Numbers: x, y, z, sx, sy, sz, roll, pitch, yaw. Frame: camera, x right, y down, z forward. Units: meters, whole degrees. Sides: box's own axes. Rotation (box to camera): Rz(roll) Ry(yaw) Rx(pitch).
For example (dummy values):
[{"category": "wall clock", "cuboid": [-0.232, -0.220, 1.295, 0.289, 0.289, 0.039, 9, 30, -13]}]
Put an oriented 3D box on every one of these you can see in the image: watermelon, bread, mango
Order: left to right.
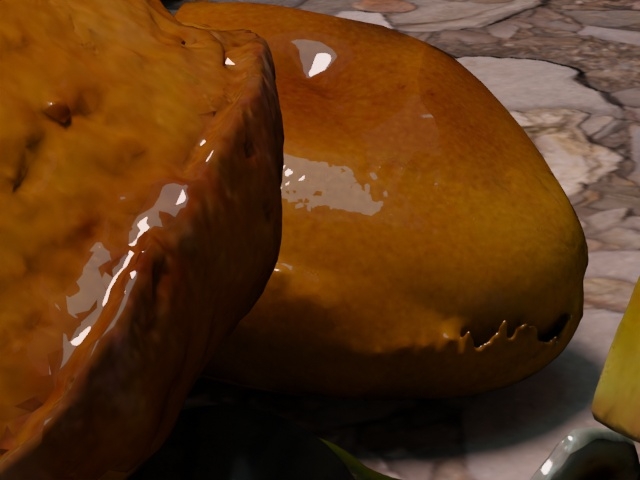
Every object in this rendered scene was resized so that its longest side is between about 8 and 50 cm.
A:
[{"category": "bread", "cuboid": [-0.146, 0.029, 0.511, 0.312, 0.172, 0.312, -42, 18, 17]}, {"category": "watermelon", "cuboid": [-0.033, 0.109, 0.527, 0.105, 0.105, 0.133, 1, 12, 5]}, {"category": "mango", "cuboid": [0.000, 0.000, 0.747, 0.236, 0.136, 0.166, 9, 40, 11]}]

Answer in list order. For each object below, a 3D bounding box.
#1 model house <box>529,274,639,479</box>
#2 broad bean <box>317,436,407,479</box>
[{"category": "model house", "cuboid": [0.245, 0.014, 0.463, 0.340, 0.324, 0.300, -19, 31, -34]}, {"category": "broad bean", "cuboid": [-0.026, 0.097, 0.643, 0.226, 0.039, 0.069, 8, 20, 22]}]
